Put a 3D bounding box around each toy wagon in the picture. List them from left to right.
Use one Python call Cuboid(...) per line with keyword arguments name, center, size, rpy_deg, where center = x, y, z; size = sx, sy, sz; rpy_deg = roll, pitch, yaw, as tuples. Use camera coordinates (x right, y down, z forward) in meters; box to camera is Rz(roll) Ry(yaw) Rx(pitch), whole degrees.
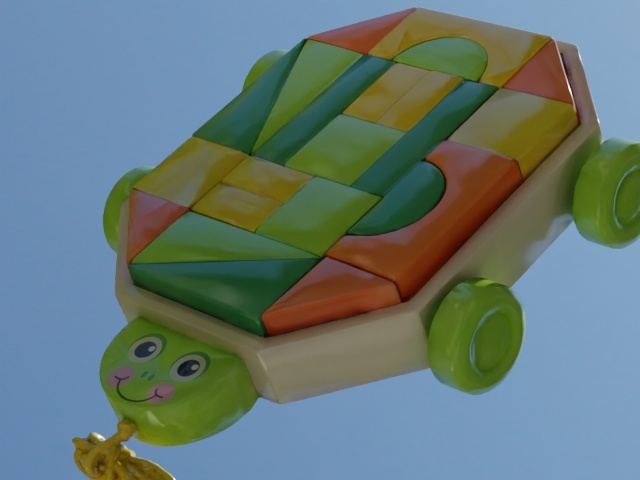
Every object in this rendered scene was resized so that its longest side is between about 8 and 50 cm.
Cuboid(name="toy wagon", center=(0.000, 0.000, 0.980), size=(0.344, 0.267, 0.068), rpy_deg=(-43, -48, -28))
